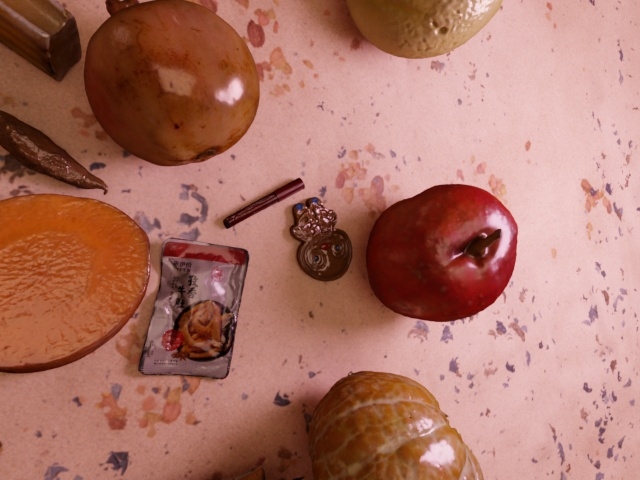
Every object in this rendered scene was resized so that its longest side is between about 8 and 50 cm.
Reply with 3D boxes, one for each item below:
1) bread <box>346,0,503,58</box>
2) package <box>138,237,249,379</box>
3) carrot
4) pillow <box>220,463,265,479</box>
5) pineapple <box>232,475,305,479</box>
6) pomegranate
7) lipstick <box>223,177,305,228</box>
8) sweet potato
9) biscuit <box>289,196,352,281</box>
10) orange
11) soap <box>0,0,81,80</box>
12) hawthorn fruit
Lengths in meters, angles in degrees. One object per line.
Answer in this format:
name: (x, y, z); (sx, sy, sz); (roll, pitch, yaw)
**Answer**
bread: (0.203, -0.524, 0.824); (0.321, 0.320, 0.237); (54, 50, -12)
package: (-0.219, 0.122, 0.741); (0.154, 0.030, 0.240); (11, 83, -21)
carrot: (-0.411, 0.062, 0.635); (0.307, 0.100, 0.259); (-30, 97, -30)
pillow: (-0.224, 0.548, 0.661); (0.310, 0.119, 0.313); (5, 81, -32)
pineapple: (-0.040, 0.466, 0.661); (0.165, 0.165, 0.365); (-43, 133, -20)
pomegranate: (-0.234, -0.255, 0.653); (0.252, 0.229, 0.271); (-32, 94, -23)
lipstick: (-0.108, -0.073, 0.807); (0.176, 0.027, 0.027); (-31, 99, -21)
sweet potato: (-0.427, -0.131, 0.647); (0.205, 0.068, 0.060); (34, 99, -24)
biscuit: (0.000, 0.000, 0.849); (0.124, 0.026, 0.175); (-27, 98, -24)
orange: (0.125, 0.379, 0.720); (0.249, 0.329, 0.329); (-32, 100, 0)
soap: (-0.473, -0.348, 0.598); (0.232, 0.140, 0.073); (35, 70, -18)
hawthorn fruit: (0.240, 0.019, 0.794); (0.286, 0.330, 0.287); (2, 80, -13)
